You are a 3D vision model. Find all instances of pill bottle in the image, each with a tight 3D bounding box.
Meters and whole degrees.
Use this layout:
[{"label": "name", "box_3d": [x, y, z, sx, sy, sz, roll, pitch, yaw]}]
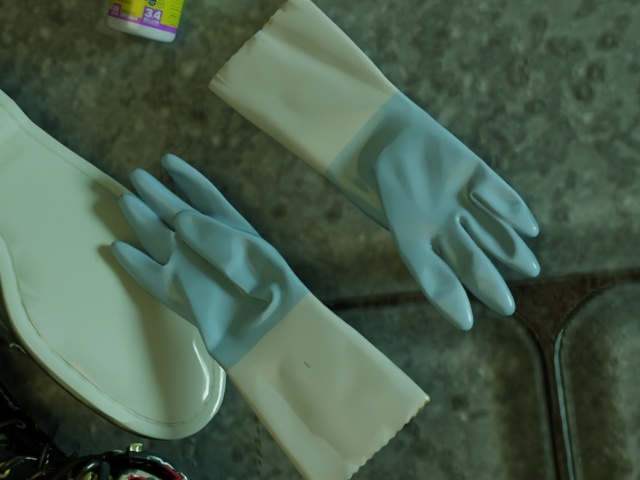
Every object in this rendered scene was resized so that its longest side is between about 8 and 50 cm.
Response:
[{"label": "pill bottle", "box_3d": [-0.102, -0.166, 0.684, 0.043, 0.043, 0.083, 17, 99, 18]}]

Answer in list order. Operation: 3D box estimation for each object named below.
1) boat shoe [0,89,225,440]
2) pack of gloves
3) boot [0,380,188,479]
[{"label": "boat shoe", "box_3d": [-0.185, 0.005, 0.716, 0.319, 0.116, 0.099, 45, 150, 4]}, {"label": "pack of gloves", "box_3d": [0.000, 0.000, 0.656, 0.195, 0.046, 0.232, -46, 71, 4]}, {"label": "boot", "box_3d": [-0.164, 0.136, 0.673, 0.178, 0.085, 0.236, -29, 91, 45]}]
